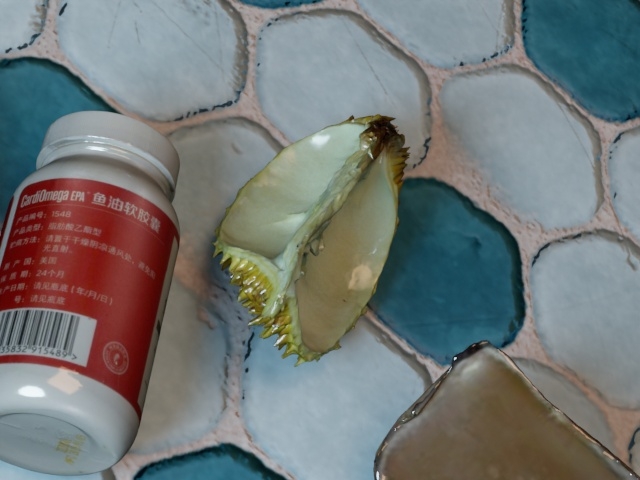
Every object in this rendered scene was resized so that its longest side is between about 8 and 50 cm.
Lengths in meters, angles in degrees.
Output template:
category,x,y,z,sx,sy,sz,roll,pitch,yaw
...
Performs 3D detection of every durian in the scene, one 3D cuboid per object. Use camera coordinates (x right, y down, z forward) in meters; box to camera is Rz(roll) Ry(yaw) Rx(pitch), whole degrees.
category,x,y,z,sx,sy,sz,roll,pitch,yaw
durian,0.000,0.000,1.541,0.144,0.139,0.252,46,53,-3

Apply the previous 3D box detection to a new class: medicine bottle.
category,x,y,z,sx,sy,sz,roll,pitch,yaw
medicine bottle,-0.175,0.036,1.434,0.131,0.131,0.250,21,56,-16

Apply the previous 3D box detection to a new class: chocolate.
category,x,y,z,sx,sy,sz,roll,pitch,yaw
chocolate,0.161,0.213,1.529,0.161,0.083,0.261,-44,88,-4
